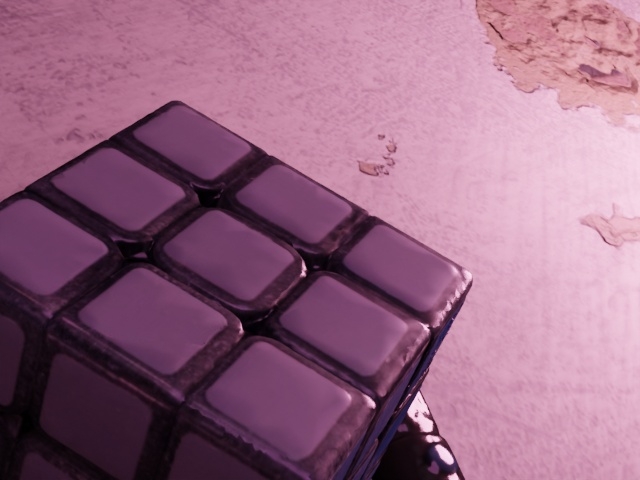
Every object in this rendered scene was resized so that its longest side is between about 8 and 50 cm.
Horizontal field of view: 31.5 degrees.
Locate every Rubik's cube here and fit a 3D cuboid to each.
[{"bbox_3d":[-0.107,0.121,0.875,0.303,0.305,0.301,30,34,13],"label":"Rubik's cube"}]

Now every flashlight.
[{"bbox_3d":[0.081,0.195,1.090,0.103,0.103,0.424,-1,49,-28],"label":"flashlight"}]
